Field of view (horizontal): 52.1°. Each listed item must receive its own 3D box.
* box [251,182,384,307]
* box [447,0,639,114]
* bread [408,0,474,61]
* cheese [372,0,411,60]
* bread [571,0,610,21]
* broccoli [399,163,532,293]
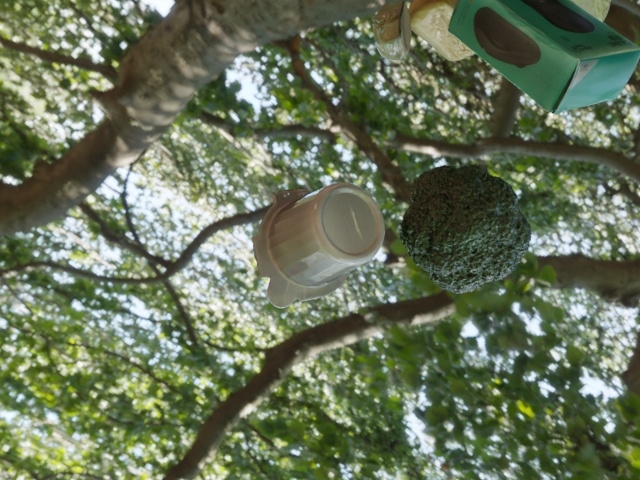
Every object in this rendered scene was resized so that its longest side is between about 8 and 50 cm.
[{"bbox_3d":[0.000,0.000,1.423,0.206,0.262,0.291,-29,-155,56],"label":"box"},{"bbox_3d":[0.428,-0.390,1.270,0.205,0.118,0.311,-18,-126,-29],"label":"box"},{"bbox_3d":[0.323,-0.552,1.652,0.147,0.217,0.098,-16,-125,43],"label":"bread"},{"bbox_3d":[0.126,-0.352,1.089,0.048,0.092,0.171,2,-152,18],"label":"cheese"},{"bbox_3d":[0.595,-0.648,1.717,0.237,0.320,0.321,-24,-159,-28],"label":"bread"},{"bbox_3d":[0.326,-0.026,1.487,0.297,0.297,0.297,-43,173,6],"label":"broccoli"}]
